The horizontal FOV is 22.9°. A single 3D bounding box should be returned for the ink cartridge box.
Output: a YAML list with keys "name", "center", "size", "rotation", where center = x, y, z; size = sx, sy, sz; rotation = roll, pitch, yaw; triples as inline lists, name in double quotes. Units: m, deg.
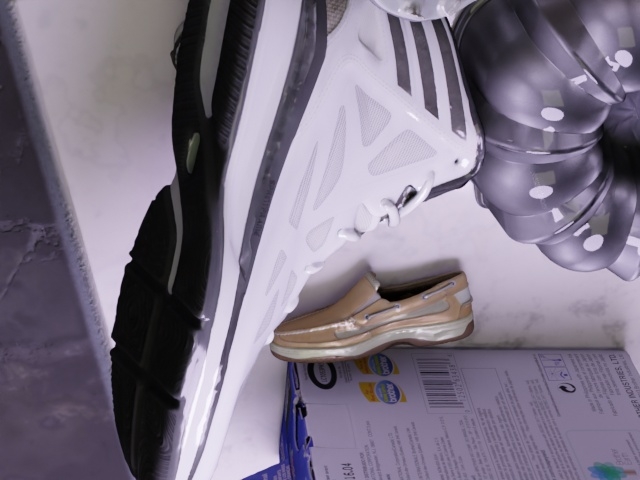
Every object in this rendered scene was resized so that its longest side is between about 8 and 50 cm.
- name: "ink cartridge box"
  center: [0.110, 0.220, 1.412]
  size: [0.395, 0.270, 0.151]
  rotation: [2, 117, -8]

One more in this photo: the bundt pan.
- name: "bundt pan"
  center: [0.267, -0.103, 1.314]
  size: [0.331, 0.124, 0.331]
  rotation: [-2, 122, -4]

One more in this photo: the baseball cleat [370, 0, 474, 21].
- name: "baseball cleat"
  center: [0.092, -0.218, 1.205]
  size: [0.206, 0.109, 0.072]
  rotation: [-12, 127, -38]

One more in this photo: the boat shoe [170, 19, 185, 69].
- name: "boat shoe"
  center: [-0.057, -0.081, 1.322]
  size: [0.081, 0.069, 0.228]
  rotation: [-24, 121, 9]

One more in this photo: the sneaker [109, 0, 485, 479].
- name: "sneaker"
  center: [0.001, 0.000, 1.237]
  size: [0.257, 0.169, 0.447]
  rotation: [9, 102, -28]

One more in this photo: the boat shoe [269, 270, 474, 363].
- name: "boat shoe"
  center: [0.044, 0.061, 1.434]
  size: [0.190, 0.068, 0.072]
  rotation: [-10, 111, -11]
